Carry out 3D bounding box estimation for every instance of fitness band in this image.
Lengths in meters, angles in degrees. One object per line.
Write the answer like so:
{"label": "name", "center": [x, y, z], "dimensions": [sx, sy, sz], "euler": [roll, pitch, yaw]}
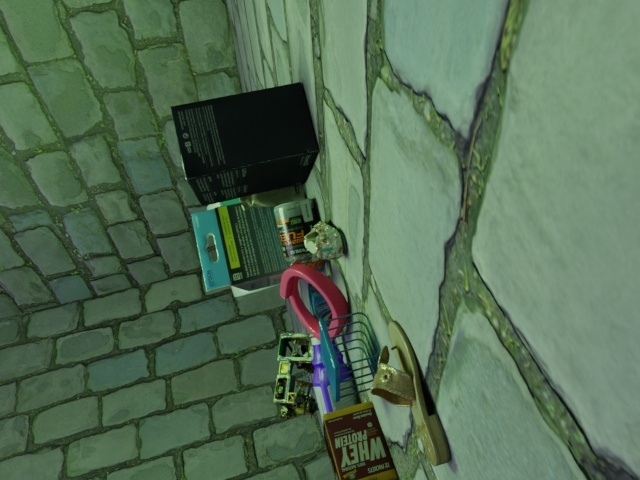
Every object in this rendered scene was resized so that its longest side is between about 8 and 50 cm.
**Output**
{"label": "fitness band", "center": [-0.020, 0.165, 1.377], "dimensions": [0.209, 0.054, 0.291], "euler": [44, 153, 18]}

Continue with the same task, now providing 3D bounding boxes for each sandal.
{"label": "sandal", "center": [0.120, 0.239, 0.820], "dimensions": [0.088, 0.079, 0.240], "euler": [89, 165, -54]}

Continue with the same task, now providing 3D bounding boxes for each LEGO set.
{"label": "LEGO set", "center": [-0.024, 0.469, 1.835], "dimensions": [0.255, 0.192, 0.332], "euler": [48, -136, -47]}

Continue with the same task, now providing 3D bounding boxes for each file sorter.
{"label": "file sorter", "center": [0.063, 0.250, 1.125], "dimensions": [0.170, 0.104, 0.118], "euler": [87, 166, -51]}

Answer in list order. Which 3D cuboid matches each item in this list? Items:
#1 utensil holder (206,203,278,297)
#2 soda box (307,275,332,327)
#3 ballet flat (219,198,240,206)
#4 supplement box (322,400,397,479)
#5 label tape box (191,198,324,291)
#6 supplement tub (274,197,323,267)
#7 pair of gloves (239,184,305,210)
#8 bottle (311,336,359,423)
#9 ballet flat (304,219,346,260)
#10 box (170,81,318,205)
{"label": "utensil holder", "center": [-0.256, 0.007, 2.124], "dimensions": [0.327, 0.327, 0.386], "euler": [149, 104, -81]}
{"label": "soda box", "center": [0.007, 0.202, 1.537], "dimensions": [0.210, 0.067, 0.071], "euler": [85, 167, -46]}
{"label": "ballet flat", "center": [-0.209, -0.069, 1.858], "dimensions": [0.409, 0.147, 0.147], "euler": [46, 171, -2]}
{"label": "supplement box", "center": [0.093, 0.541, 1.294], "dimensions": [0.194, 0.129, 0.191], "euler": [88, 167, -51]}
{"label": "label tape box", "center": [-0.188, 0.011, 1.561], "dimensions": [0.115, 0.347, 0.249], "euler": [100, 155, -70]}
{"label": "supplement tub", "center": [-0.055, -0.014, 1.445], "dimensions": [0.117, 0.116, 0.191], "euler": [176, 80, -81]}
{"label": "pair of gloves", "center": [-0.164, -0.212, 1.557], "dimensions": [0.042, 0.204, 0.240], "euler": [139, 118, -66]}
{"label": "bottle", "center": [0.037, 0.411, 1.489], "dimensions": [0.092, 0.118, 0.283], "euler": [-20, 83, 48]}
{"label": "ballet flat", "center": [0.000, 0.000, 1.242], "dimensions": [0.241, 0.077, 0.091], "euler": [-163, 59, -81]}
{"label": "box", "center": [-0.192, -0.234, 1.339], "dimensions": [0.343, 0.312, 0.179], "euler": [140, 117, -80]}
